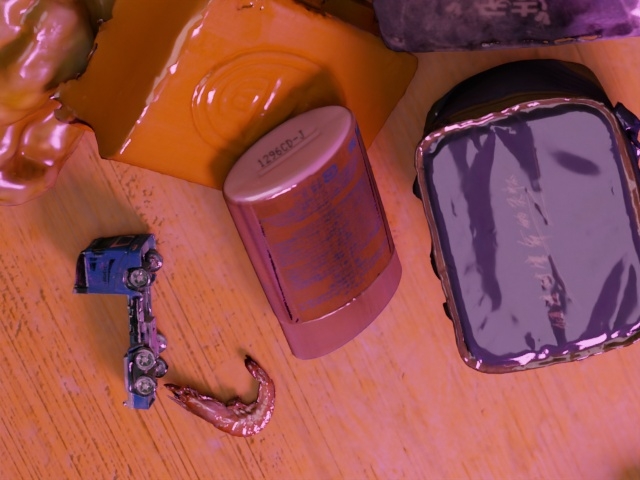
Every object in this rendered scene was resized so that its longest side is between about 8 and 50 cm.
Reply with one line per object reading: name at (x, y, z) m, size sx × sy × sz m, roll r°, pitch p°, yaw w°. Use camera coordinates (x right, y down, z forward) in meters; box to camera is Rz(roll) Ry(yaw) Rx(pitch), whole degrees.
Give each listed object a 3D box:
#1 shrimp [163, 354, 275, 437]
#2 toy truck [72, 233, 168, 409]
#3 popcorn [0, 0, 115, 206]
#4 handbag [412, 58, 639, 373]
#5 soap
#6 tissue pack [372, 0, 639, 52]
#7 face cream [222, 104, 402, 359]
shrimp at (-0.098, 0.150, 1.822) m, size 0.114 × 0.023 × 0.083 m, roll 24°, pitch 100°, yaw -8°
toy truck at (-0.198, 0.081, 1.793) m, size 0.081 × 0.067 × 0.175 m, roll 0°, pitch 106°, yaw 9°
popcorn at (-0.322, -0.211, 1.604) m, size 0.293 × 0.334 × 0.292 m, roll -8°, pitch 67°, yaw -20°
handbag at (0.199, -0.030, 1.654) m, size 0.222 × 0.241 × 0.263 m, roll -12°, pitch 103°, yaw 7°
soap at (-0.066, -0.144, 1.609) m, size 0.096 × 0.324 × 0.204 m, roll 40°, pitch 106°, yaw 33°
tissue pack at (0.146, -0.337, 1.528) m, size 0.259 × 0.122 × 0.361 m, roll 1°, pitch 127°, yaw 21°
face cream at (0.000, 0.000, 1.681) m, size 0.139 × 0.285 × 0.067 m, roll -35°, pitch 55°, yaw -10°
